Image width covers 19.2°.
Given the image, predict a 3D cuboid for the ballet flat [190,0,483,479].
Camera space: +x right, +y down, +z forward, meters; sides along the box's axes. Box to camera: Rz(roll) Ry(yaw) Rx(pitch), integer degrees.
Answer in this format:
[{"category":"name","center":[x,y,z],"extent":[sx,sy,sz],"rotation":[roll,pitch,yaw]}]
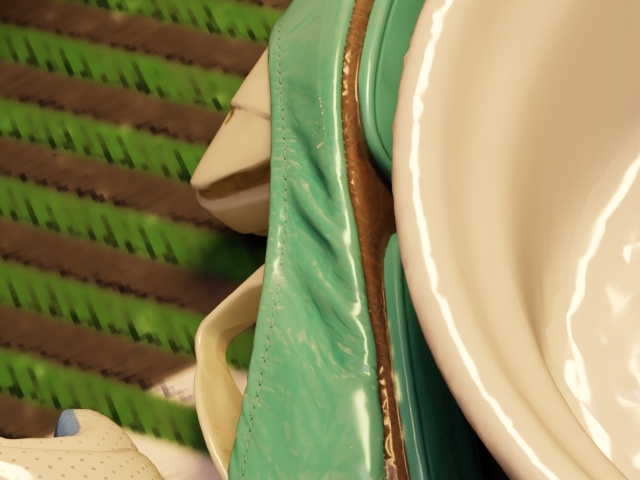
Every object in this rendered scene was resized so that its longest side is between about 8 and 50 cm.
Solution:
[{"category":"ballet flat","center":[0.000,0.000,0.567],"extent":[0.087,0.083,0.247],"rotation":[-13,56,21]}]

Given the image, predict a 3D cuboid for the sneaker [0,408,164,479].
[{"category":"sneaker","center":[-0.178,0.150,0.504],"extent":[0.323,0.130,0.236],"rotation":[-14,49,9]}]

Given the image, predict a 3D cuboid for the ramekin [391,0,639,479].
[{"category":"ramekin","center":[0.164,0.001,0.495],"extent":[0.277,0.135,0.277],"rotation":[-5,60,9]}]
